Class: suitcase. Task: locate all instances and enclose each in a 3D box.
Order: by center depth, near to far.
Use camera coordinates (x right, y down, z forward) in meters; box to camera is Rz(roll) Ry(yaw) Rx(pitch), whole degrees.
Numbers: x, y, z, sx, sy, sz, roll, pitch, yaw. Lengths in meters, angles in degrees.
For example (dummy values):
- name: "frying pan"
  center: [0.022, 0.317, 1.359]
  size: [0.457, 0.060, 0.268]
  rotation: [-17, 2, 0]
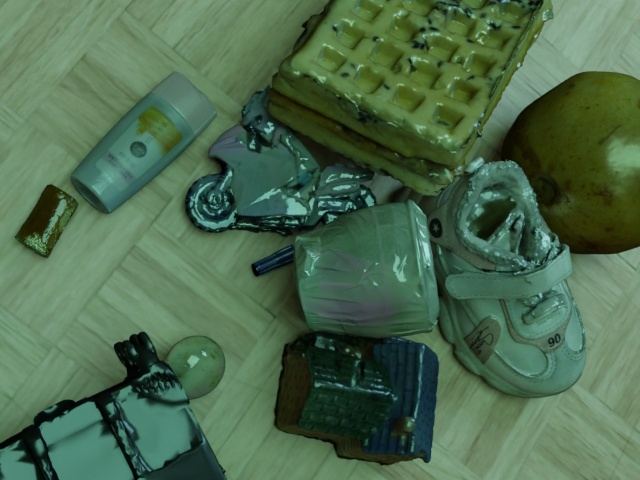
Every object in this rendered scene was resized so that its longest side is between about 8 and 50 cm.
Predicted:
- name: "suitcase"
  center: [-0.215, 0.349, 1.194]
  size: [0.283, 0.194, 0.433]
  rotation: [-27, 90, -20]

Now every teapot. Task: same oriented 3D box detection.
- name: "teapot"
  center: [0.050, 0.039, 1.338]
  size: [0.178, 0.221, 0.163]
  rotation: [-8, 91, 5]

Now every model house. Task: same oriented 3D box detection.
- name: "model house"
  center: [0.055, 0.188, 1.338]
  size: [0.183, 0.172, 0.166]
  rotation: [11, 77, -17]

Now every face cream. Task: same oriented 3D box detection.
- name: "face cream"
  center: [-0.221, -0.122, 1.360]
  size: [0.084, 0.057, 0.198]
  rotation: [44, 69, -8]

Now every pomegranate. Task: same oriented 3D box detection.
- name: "pomegranate"
  center: [0.384, -0.107, 1.471]
  size: [0.264, 0.264, 0.264]
  rotation: [4, 78, -19]

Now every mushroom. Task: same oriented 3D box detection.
- name: "mushroom"
  center: [-0.158, 0.154, 1.323]
  size: [0.067, 0.083, 0.083]
  rotation: [31, 63, 35]

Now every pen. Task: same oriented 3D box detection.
- name: "pen"
  center: [0.000, 0.000, 1.434]
  size: [0.204, 0.025, 0.025]
  rotation: [-25, 88, -22]

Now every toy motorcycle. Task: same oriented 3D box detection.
- name: "toy motorcycle"
  center: [-0.046, -0.105, 1.393]
  size: [0.239, 0.108, 0.204]
  rotation: [7, 77, -19]

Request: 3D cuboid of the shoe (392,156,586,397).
- name: "shoe"
  center: [0.240, 0.052, 1.418]
  size: [0.172, 0.198, 0.351]
  rotation: [-39, 93, -20]

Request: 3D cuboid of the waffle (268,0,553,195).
- name: "waffle"
  center: [0.132, -0.248, 1.405]
  size: [0.261, 0.114, 0.376]
  rotation: [27, 53, 11]

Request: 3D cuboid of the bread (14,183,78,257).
- name: "bread"
  center: [-0.331, -0.024, 1.313]
  size: [0.047, 0.036, 0.083]
  rotation: [29, 72, -4]
